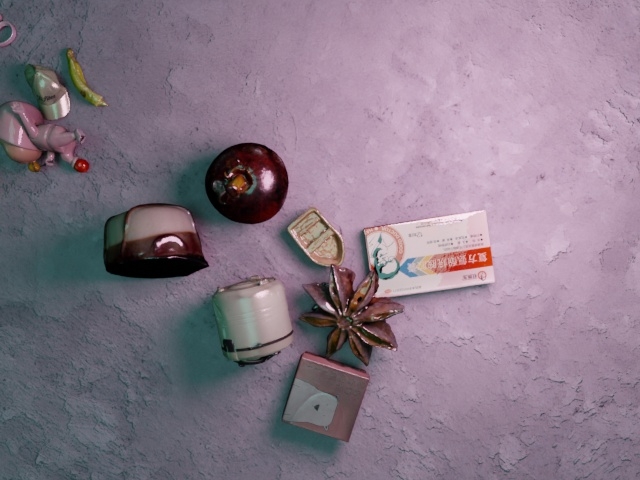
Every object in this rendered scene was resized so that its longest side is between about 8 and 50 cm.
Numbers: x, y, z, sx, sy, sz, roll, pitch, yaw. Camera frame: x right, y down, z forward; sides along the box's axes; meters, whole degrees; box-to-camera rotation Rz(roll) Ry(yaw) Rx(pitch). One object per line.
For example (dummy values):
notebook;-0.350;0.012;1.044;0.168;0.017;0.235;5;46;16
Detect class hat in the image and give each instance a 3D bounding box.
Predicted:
hat;-0.826;-0.444;1.451;0.123;0.081;0.166;-1;104;6

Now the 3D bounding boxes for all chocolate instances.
chocolate;-0.465;-0.005;1.385;0.284;0.283;0.186;-5;76;3

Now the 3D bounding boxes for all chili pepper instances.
chili pepper;-0.717;-0.478;1.455;0.049;0.043;0.208;-34;91;18

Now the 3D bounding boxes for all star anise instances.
star anise;0.090;0.209;1.407;0.332;0.117;0.331;7;114;17

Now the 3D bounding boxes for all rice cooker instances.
rice cooker;-0.191;0.230;1.400;0.226;0.226;0.244;-14;92;4

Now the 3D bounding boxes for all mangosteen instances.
mangosteen;-0.209;-0.159;1.342;0.236;0.261;0.235;0;96;5

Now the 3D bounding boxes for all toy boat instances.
toy boat;0.000;0.000;1.443;0.116;0.061;0.188;-40;91;4

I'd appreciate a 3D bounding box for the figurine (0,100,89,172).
figurine;-0.824;-0.291;1.414;0.288;0.176;0.186;19;90;-7

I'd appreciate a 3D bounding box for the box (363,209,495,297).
box;0.316;0.041;1.430;0.354;0.069;0.214;-8;94;5

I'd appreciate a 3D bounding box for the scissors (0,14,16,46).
scissors;-1.029;-0.579;1.469;0.118;0.030;0.242;41;91;0

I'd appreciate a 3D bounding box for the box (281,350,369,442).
box;0.016;0.463;1.465;0.215;0.086;0.215;17;95;1
